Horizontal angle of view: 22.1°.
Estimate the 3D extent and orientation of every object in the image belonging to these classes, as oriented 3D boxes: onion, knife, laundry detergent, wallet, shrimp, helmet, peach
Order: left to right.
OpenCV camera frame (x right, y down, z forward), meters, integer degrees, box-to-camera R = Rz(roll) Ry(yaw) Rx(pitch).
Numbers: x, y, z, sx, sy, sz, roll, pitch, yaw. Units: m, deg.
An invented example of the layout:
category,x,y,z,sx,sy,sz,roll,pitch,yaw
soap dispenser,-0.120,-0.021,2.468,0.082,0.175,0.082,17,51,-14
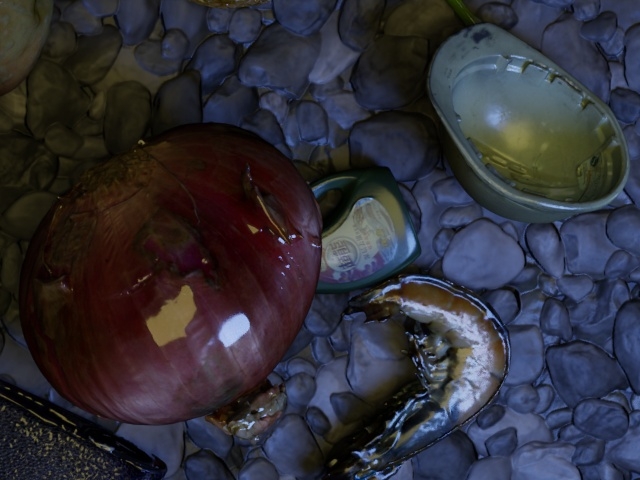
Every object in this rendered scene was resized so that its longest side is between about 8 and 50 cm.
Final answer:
category,x,y,z,sx,sy,sz,roll,pitch,yaw
peach,-0.382,-0.250,1.705,0.214,0.214,0.235,-7,108,-7
wallet,-0.339,0.295,1.888,0.262,0.071,0.221,27,100,-9
onion,-0.153,0.032,1.722,0.354,0.353,0.353,-2,101,-8
laundry detergent,0.000,0.000,1.883,0.211,0.063,0.137,-20,101,-2
shrimp,0.084,0.163,1.916,0.290,0.054,0.222,-43,113,0
knife,0.163,-0.261,1.879,0.184,0.022,0.026,50,64,-14
helmet,0.211,-0.107,1.859,0.257,0.137,0.204,41,55,3

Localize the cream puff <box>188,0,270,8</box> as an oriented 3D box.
category,x,y,z,sx,sy,sz,roll,pitch,yaw
cream puff,-0.097,-0.333,1.750,0.183,0.169,0.183,-1,99,-8
